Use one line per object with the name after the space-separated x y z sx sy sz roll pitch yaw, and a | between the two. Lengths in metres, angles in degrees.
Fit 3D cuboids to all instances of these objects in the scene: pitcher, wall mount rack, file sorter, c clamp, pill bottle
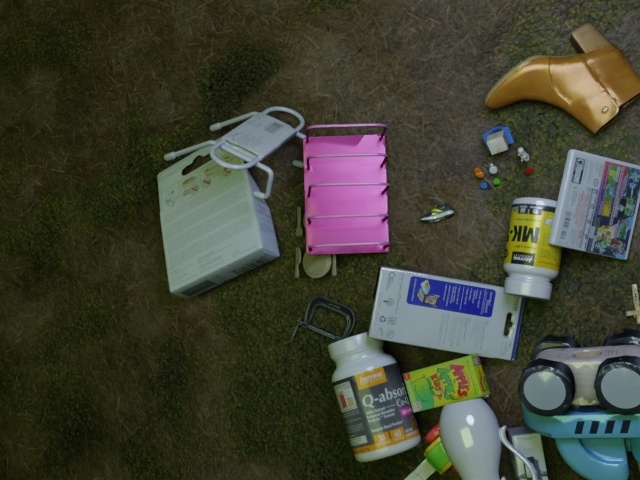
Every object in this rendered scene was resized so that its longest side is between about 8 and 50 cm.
0.345 0.433 1.540 0.178 0.125 0.207 -17 73 19 | pitcher
-0.202 -0.237 1.856 0.304 0.350 0.130 26 129 15 | wall mount rack
0.061 -0.118 1.736 0.202 0.182 0.290 -2 86 0 | file sorter
0.010 0.213 1.869 0.161 0.022 0.137 14 88 27 | c clamp
0.460 0.019 1.598 0.119 0.119 0.208 7 85 26 | pill bottle
0.119 0.360 1.728 0.162 0.162 0.278 -22 78 23 | pill bottle

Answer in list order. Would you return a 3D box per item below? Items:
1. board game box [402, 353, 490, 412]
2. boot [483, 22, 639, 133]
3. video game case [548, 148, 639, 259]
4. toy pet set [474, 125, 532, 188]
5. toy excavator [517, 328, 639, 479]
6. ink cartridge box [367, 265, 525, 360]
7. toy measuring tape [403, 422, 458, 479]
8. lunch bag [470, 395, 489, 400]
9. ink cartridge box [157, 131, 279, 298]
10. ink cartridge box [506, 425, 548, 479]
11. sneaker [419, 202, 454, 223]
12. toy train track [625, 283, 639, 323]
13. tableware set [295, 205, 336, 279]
0.280 0.322 1.664 0.181 0.043 0.092 -24 73 36 | board game box
0.526 -0.311 1.603 0.295 0.104 0.211 -33 73 16 | boot
0.580 -0.073 1.548 0.183 0.023 0.201 11 92 -15 | video game case
0.409 -0.196 1.690 0.122 0.065 0.114 -17 115 27 | toy pet set
0.637 0.418 1.477 0.433 0.222 0.445 -7 98 25 | toy excavator
0.282 0.164 1.672 0.333 0.065 0.165 11 92 0 | ink cartridge box
0.252 0.508 1.682 0.330 0.121 0.121 -48 69 16 | toy measuring tape
0.332 0.340 1.686 0.083 0.053 0.071 -30 69 18 | lunch bag
-0.290 -0.072 2.012 0.308 0.091 0.385 -25 60 23 | ink cartridge box
0.445 0.483 1.589 0.063 0.109 0.150 -9 84 5 | ink cartridge box
0.275 -0.065 1.753 0.083 0.031 0.035 -14 68 20 | sneaker
0.668 0.134 1.560 0.048 0.014 0.083 -11 77 32 | toy train track
0.000 0.000 1.875 0.128 0.039 0.194 -5 80 35 | tableware set
